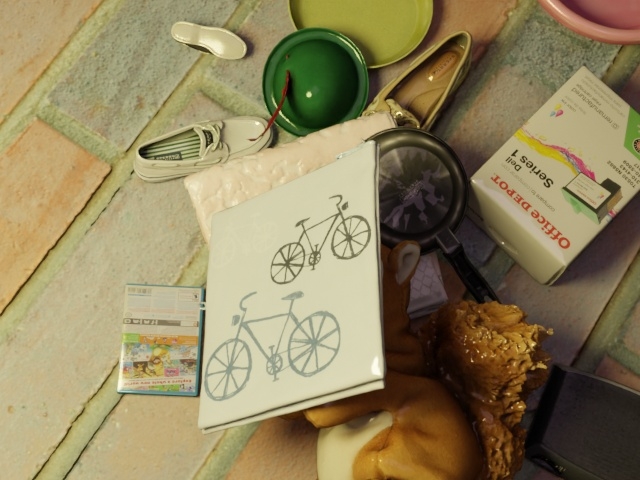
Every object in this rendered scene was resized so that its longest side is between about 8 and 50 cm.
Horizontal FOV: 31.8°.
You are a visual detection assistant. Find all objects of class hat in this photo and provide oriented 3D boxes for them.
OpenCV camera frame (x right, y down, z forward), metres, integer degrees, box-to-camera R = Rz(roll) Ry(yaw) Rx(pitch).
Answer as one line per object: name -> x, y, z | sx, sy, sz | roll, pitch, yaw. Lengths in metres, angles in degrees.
hat -> -0.014, -0.242, 1.718 | 0.173, 0.183, 0.208 | 2, 88, 3

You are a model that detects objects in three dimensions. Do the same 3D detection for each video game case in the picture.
video game case -> -0.238, 0.148, 1.683 | 0.119, 0.015, 0.166 | 3, 72, -4

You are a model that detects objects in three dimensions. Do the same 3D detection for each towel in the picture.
towel -> 0.000, 0.000, 1.686 | 0.332, 0.053, 0.317 | -19, 91, -9

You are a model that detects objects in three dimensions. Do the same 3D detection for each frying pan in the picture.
frying pan -> 0.146, -0.011, 1.665 | 0.197, 0.053, 0.326 | -16, 88, -9

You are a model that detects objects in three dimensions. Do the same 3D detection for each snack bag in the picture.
snack bag -> -0.042, 0.064, 1.489 | 0.037, 0.323, 0.342 | 27, 52, -42

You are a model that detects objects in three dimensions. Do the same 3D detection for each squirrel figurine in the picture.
squirrel figurine -> 0.118, 0.185, 1.574 | 0.397, 0.281, 0.370 | -2, 78, -23

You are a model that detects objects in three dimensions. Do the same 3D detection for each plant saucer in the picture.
plant saucer -> 0.065, -0.387, 1.864 | 0.241, 0.037, 0.241 | 1, 73, -3
plant saucer -> 0.494, -0.472, 1.902 | 0.332, 0.084, 0.332 | 1, 73, -4

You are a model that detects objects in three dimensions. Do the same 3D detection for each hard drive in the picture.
hard drive -> 0.444, 0.297, 1.672 | 0.255, 0.054, 0.172 | 24, 72, 3

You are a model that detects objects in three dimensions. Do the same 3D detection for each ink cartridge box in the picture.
ink cartridge box -> 0.382, -0.100, 1.758 | 0.201, 0.117, 0.278 | 44, 75, 9

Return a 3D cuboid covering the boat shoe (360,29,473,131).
boat shoe -> 0.141, -0.221, 1.788 | 0.105, 0.089, 0.285 | 35, 77, 5

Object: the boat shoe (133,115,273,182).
boat shoe -> -0.179, -0.144, 1.747 | 0.226, 0.076, 0.083 | -21, 76, -11

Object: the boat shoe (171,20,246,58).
boat shoe -> -0.180, -0.322, 1.823 | 0.125, 0.038, 0.046 | 13, 91, 1
